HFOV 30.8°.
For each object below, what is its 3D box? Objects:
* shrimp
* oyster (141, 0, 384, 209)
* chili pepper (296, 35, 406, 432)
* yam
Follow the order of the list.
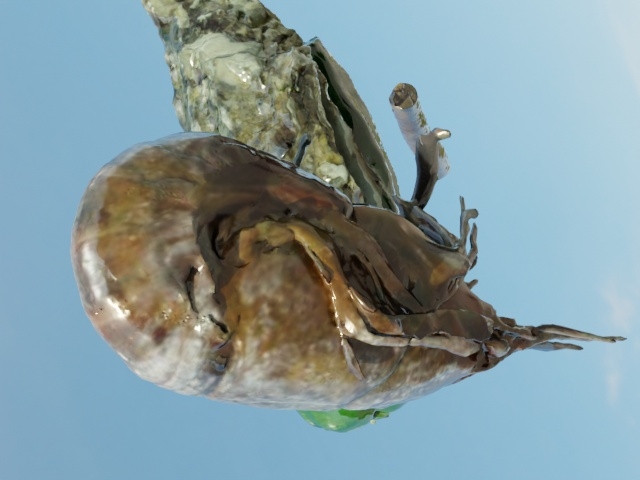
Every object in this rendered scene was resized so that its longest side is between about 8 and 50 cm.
[{"bbox_3d":[0.030,0.023,0.618,0.343,0.116,0.145,12,-126,-33],"label":"shrimp"},{"bbox_3d":[-0.061,-0.092,1.006,0.351,0.162,0.158,62,-173,12],"label":"oyster"},{"bbox_3d":[0.001,0.000,1.135,0.213,0.167,0.385,-21,-86,-32],"label":"chili pepper"},{"bbox_3d":[0.135,-0.139,1.553,0.327,0.045,0.045,42,-154,-73],"label":"yam"}]
